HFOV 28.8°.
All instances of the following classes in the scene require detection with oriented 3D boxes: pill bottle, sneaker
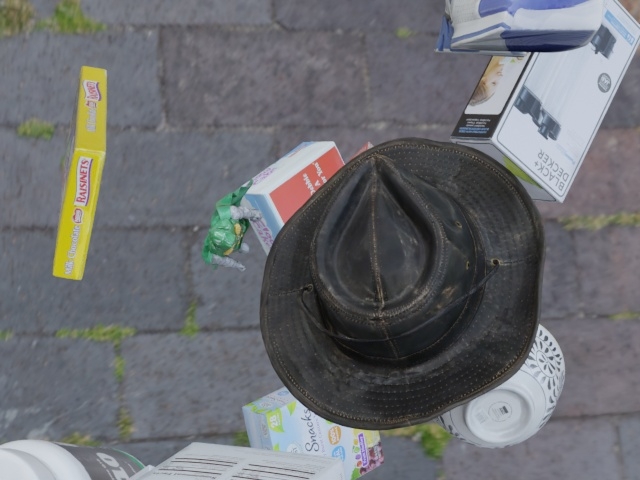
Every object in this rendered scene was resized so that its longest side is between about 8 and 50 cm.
[{"bbox_3d":[-0.369,0.377,1.699,0.204,0.361,0.204,-3,78,14],"label":"pill bottle"},{"bbox_3d":[0.186,-0.285,1.287,0.127,0.315,0.182,0,97,-7],"label":"sneaker"}]

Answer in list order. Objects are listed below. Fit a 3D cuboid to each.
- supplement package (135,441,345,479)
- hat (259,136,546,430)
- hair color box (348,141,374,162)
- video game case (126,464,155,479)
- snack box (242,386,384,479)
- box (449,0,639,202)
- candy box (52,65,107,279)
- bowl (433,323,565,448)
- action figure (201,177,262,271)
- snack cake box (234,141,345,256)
[{"bbox_3d":[-0.082,0.285,0.955,0.203,0.149,0.194,-24,112,-61],"label":"supplement package"},{"bbox_3d":[0.063,0.010,1.223,0.331,0.134,0.331,-11,57,17],"label":"hat"},{"bbox_3d":[0.093,-0.101,2.061,0.093,0.167,0.053,44,104,-9],"label":"hair color box"},{"bbox_3d":[-0.134,0.246,1.133,0.122,0.087,0.011,31,37,-33],"label":"video game case"},{"bbox_3d":[-0.008,0.304,1.933,0.207,0.070,0.175,-23,109,-35],"label":"snack box"},{"bbox_3d":[0.317,-0.215,1.719,0.169,0.087,0.290,37,75,-33],"label":"box"},{"bbox_3d":[-0.191,-0.060,0.995,0.027,0.206,0.105,7,113,-12],"label":"candy box"},{"bbox_3d":[0.190,0.169,1.362,0.170,0.080,0.170,0,115,-1],"label":"bowl"},{"bbox_3d":[-0.113,-0.009,1.571,0.063,0.232,0.137,20,96,1],"label":"action figure"},{"bbox_3d":[0.000,0.000,1.885,0.152,0.089,0.264,-37,112,-27],"label":"snack cake box"}]
